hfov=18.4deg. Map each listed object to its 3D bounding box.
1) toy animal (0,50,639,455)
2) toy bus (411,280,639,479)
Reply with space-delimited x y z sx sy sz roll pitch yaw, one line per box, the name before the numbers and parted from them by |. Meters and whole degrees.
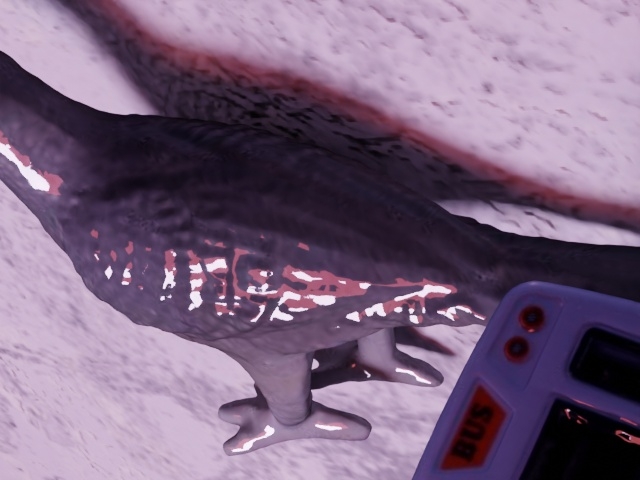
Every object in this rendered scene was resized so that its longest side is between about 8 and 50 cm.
toy animal | -0.011 0.015 0.737 0.367 0.081 0.206 20 150 20
toy bus | 0.114 0.122 0.645 0.133 0.125 0.292 21 164 22
